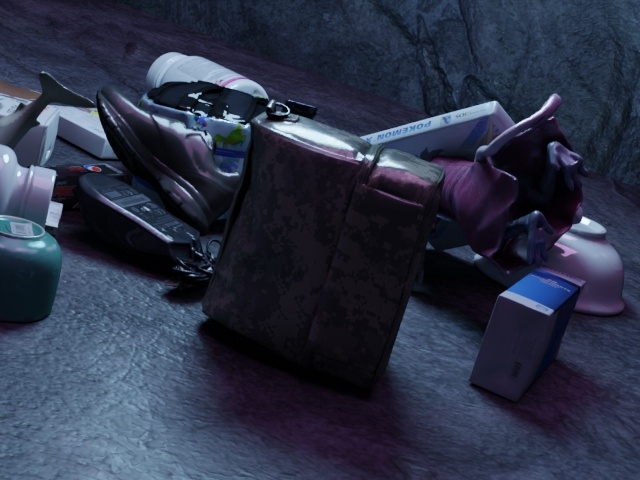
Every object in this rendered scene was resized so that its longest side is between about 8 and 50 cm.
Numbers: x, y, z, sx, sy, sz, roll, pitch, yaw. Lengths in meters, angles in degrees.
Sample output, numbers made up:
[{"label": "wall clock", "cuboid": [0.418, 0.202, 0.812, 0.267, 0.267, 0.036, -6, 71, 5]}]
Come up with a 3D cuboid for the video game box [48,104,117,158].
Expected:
[{"label": "video game box", "cuboid": [-0.415, -0.209, 2.313, 0.205, 0.048, 0.187, 27, 21, 35]}]

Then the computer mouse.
[{"label": "computer mouse", "cuboid": [-0.253, -0.002, 1.729, 0.272, 0.072, 0.188, 34, 18, 16]}]

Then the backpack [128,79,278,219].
[{"label": "backpack", "cuboid": [-0.199, -0.165, 2.064, 0.290, 0.273, 0.355, 19, -4, -2]}]

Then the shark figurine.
[{"label": "shark figurine", "cuboid": [-0.486, -0.139, 1.846, 0.116, 0.278, 0.166, 53, -19, -5]}]

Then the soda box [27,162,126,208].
[{"label": "soda box", "cuboid": [-0.387, -0.085, 1.881, 0.053, 0.060, 0.169, 24, 18, 32]}]

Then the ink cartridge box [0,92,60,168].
[{"label": "ink cartridge box", "cuboid": [-0.567, -0.198, 2.034, 0.217, 0.092, 0.158, 16, 15, -9]}]

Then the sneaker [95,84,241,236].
[{"label": "sneaker", "cuboid": [-0.235, -0.140, 1.849, 0.286, 0.130, 0.109, 48, -17, 7]}]

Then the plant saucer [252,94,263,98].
[{"label": "plant saucer", "cuboid": [-0.192, -0.198, 2.322, 0.188, 0.045, 0.188, -9, 46, -4]}]

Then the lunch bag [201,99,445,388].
[{"label": "lunch bag", "cuboid": [0.000, 0.000, 1.520, 0.256, 0.305, 0.212, 18, 15, 2]}]

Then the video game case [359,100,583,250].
[{"label": "video game case", "cuboid": [0.249, -0.100, 2.069, 0.299, 0.036, 0.329, -12, -39, 35]}]

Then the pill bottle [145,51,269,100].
[{"label": "pill bottle", "cuboid": [-0.256, -0.315, 2.631, 0.160, 0.160, 0.283, 1, 22, -44]}]

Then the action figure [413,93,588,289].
[{"label": "action figure", "cuboid": [0.230, -0.075, 1.887, 0.248, 0.276, 0.370, -33, 25, -22]}]

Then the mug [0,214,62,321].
[{"label": "mug", "cuboid": [-0.388, 0.022, 1.431, 0.157, 0.097, 0.129, 23, 17, 20]}]

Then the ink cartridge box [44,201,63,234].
[{"label": "ink cartridge box", "cuboid": [-0.410, -0.032, 1.730, 0.062, 0.029, 0.115, 13, 17, -13]}]

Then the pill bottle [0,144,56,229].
[{"label": "pill bottle", "cuboid": [-0.485, -0.072, 1.588, 0.245, 0.136, 0.136, 13, 16, -14]}]

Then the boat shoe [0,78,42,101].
[{"label": "boat shoe", "cuboid": [-0.667, -0.296, 2.206, 0.324, 0.116, 0.123, 9, 19, -17]}]

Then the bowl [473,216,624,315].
[{"label": "bowl", "cuboid": [0.446, 0.021, 2.226, 0.297, 0.134, 0.298, 16, 16, -5]}]

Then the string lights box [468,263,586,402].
[{"label": "string lights box", "cuboid": [0.301, 0.126, 1.703, 0.076, 0.133, 0.259, 23, 16, 18]}]
